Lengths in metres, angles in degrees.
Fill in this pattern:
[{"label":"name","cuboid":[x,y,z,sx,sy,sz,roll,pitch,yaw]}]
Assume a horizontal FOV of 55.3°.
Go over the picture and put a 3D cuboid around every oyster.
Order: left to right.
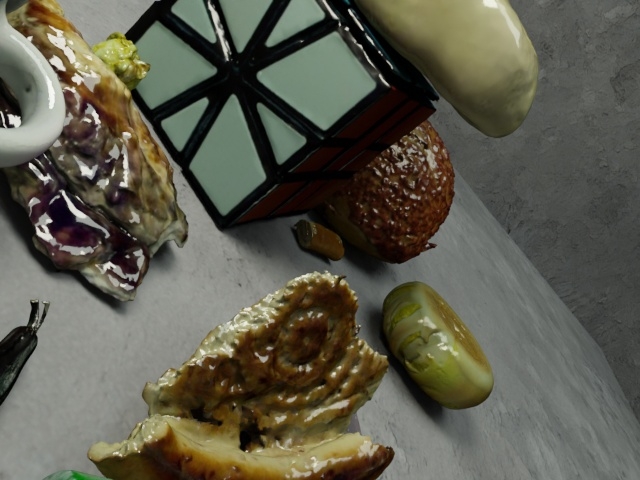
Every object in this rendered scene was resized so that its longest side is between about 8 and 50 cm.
[{"label":"oyster","cuboid":[-0.210,-0.098,0.563,0.271,0.100,0.275,55,11,-40]}]

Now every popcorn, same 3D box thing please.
[{"label":"popcorn","cuboid":[-0.243,-0.214,0.726,0.068,0.059,0.083,29,24,-47]}]

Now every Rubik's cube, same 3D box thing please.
[{"label":"Rubik's cube","cuboid":[-0.045,-0.215,0.827,0.288,0.293,0.283,58,19,7]}]

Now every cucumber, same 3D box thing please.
[{"label":"cucumber","cuboid":[-0.209,0.090,0.359,0.039,0.043,0.163,9,23,3]}]

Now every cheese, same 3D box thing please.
[{"label":"cheese","cuboid":[0.170,-0.250,0.755,0.351,0.129,0.328,12,43,-57]}]

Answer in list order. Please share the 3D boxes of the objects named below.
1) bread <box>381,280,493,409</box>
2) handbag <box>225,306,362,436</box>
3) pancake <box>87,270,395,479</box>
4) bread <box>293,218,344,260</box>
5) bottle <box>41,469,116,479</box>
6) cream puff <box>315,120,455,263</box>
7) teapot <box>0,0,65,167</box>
[{"label":"bread","cuboid":[0.173,0.161,0.937,0.213,0.105,0.213,42,21,-20]},{"label":"handbag","cuboid":[-0.032,0.134,0.576,0.173,0.095,0.117,37,27,-42]},{"label":"pancake","cuboid":[-0.029,0.153,0.480,0.257,0.056,0.212,-33,118,-32]},{"label":"bread","cuboid":[0.000,0.000,0.926,0.083,0.036,0.047,26,37,-46]},{"label":"bottle","cuboid":[-0.040,0.233,0.404,0.330,0.093,0.093,35,27,-38]},{"label":"cream puff","cuboid":[0.112,-0.127,1.098,0.350,0.229,0.350,43,26,-27]},{"label":"teapot","cuboid":[-0.286,-0.248,0.415,0.280,0.252,0.424,-15,82,-64]}]
